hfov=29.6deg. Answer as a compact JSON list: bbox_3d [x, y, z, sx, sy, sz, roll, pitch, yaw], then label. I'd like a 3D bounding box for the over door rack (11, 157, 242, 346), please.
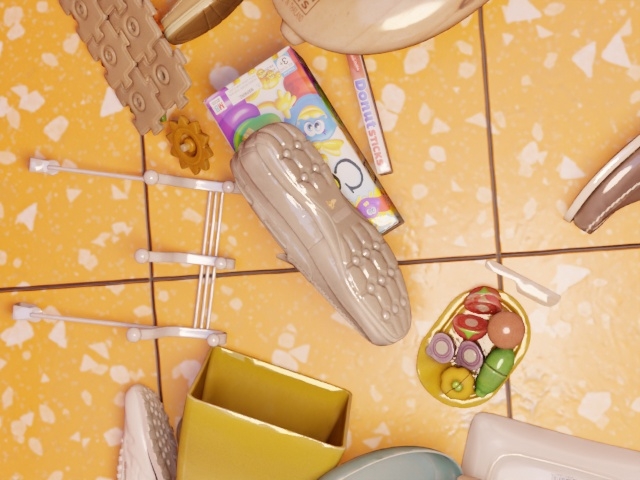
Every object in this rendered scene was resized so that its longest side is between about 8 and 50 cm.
[{"bbox_3d":[-0.283,0.016,1.712,0.324,0.108,0.240,7,91,8],"label":"over door rack"}]

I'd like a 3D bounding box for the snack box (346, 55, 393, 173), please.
[{"bbox_3d":[0.068,-0.179,1.683,0.022,0.064,0.178,-15,88,8],"label":"snack box"}]

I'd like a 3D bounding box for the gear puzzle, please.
[{"bbox_3d":[-0.238,-0.247,1.699,0.175,0.044,0.339,-36,84,49],"label":"gear puzzle"}]

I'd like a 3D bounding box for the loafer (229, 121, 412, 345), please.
[{"bbox_3d":[0.000,0.000,1.539,0.111,0.112,0.319,-35,87,43],"label":"loafer"}]

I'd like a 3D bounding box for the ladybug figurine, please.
[{"bbox_3d":[0.127,-0.410,1.611,0.449,0.162,0.305,-38,72,3],"label":"ladybug figurine"}]

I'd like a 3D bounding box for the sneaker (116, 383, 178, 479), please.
[{"bbox_3d":[-0.253,0.323,1.724,0.094,0.090,0.235,-13,87,17],"label":"sneaker"}]

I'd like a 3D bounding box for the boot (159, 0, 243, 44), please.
[{"bbox_3d":[-0.174,-0.424,1.699,0.203,0.095,0.262,45,94,5],"label":"boot"}]

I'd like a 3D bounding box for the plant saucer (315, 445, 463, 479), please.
[{"bbox_3d":[0.047,0.379,1.600,0.317,0.317,0.044,-43,51,6],"label":"plant saucer"}]

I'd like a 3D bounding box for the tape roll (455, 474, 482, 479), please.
[{"bbox_3d":[0.229,0.436,1.532,0.246,0.246,0.169,35,95,6],"label":"tape roll"}]

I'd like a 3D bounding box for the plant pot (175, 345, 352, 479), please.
[{"bbox_3d":[-0.090,0.289,1.637,0.212,0.212,0.187,19,103,-1],"label":"plant pot"}]

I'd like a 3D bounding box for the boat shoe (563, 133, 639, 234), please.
[{"bbox_3d":[0.465,-0.116,1.608,0.324,0.116,0.097,-43,82,0],"label":"boat shoe"}]

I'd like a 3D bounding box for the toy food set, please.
[{"bbox_3d":[0.221,0.134,1.662,0.128,0.071,0.218,35,95,6],"label":"toy food set"}]

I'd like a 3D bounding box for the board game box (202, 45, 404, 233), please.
[{"bbox_3d":[-0.018,-0.105,1.656,0.142,0.144,0.275,-32,87,7],"label":"board game box"}]

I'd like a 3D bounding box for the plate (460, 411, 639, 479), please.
[{"bbox_3d":[0.313,0.402,1.665,0.277,0.045,0.278,14,92,8],"label":"plate"}]

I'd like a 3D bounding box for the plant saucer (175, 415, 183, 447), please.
[{"bbox_3d":[-0.166,0.280,1.743,0.083,0.015,0.083,0,90,7],"label":"plant saucer"}]
